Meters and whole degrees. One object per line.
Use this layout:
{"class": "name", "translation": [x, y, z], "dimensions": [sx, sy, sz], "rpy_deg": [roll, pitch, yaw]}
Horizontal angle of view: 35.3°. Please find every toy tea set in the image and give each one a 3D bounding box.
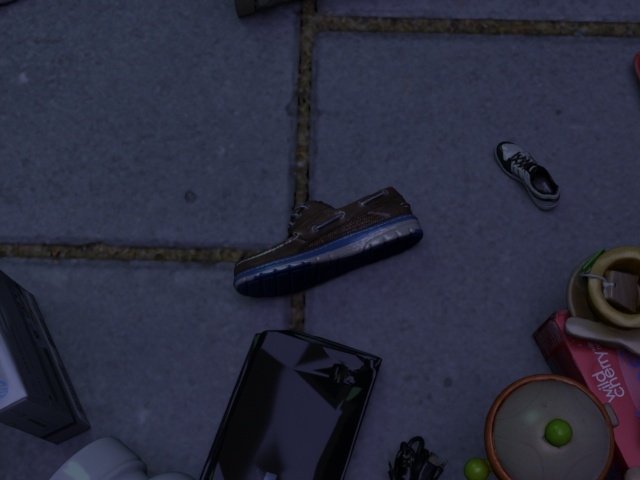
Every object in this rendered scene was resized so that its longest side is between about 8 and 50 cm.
{"class": "toy tea set", "translation": [0.262, 0.100, 0.773], "dimensions": [0.200, 0.124, 0.336], "rpy_deg": [29, 76, 11]}

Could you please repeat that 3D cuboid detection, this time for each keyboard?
{"class": "keyboard", "translation": [-0.013, 0.243, 0.870], "dimensions": [0.201, 0.033, 0.317], "rpy_deg": [16, 74, 13]}

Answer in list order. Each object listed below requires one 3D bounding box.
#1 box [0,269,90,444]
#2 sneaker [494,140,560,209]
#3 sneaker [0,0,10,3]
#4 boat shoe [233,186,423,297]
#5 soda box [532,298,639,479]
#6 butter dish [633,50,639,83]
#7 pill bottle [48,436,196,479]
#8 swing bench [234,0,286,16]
{"class": "box", "translation": [-0.258, 0.090, 0.842], "dimensions": [0.038, 0.186, 0.145], "rpy_deg": [-26, 74, -7]}
{"class": "sneaker", "translation": [0.201, -0.068, 0.964], "dimensions": [0.032, 0.037, 0.083], "rpy_deg": [-39, 74, -9]}
{"class": "sneaker", "translation": [-0.383, -0.290, 1.005], "dimensions": [0.281, 0.115, 0.105], "rpy_deg": [-27, 73, -8]}
{"class": "boat shoe", "translation": [0.000, 0.000, 0.936], "dimensions": [0.183, 0.066, 0.066], "rpy_deg": [-17, 67, -15]}
{"class": "soda box", "translation": [0.285, 0.171, 0.860], "dimensions": [0.092, 0.083, 0.263], "rpy_deg": [-22, 73, -6]}
{"class": "butter dish", "translation": [0.402, -0.148, 0.944], "dimensions": [0.160, 0.118, 0.160], "rpy_deg": [-13, 73, -4]}
{"class": "pill bottle", "translation": [-0.109, 0.269, 0.783], "dimensions": [0.245, 0.136, 0.136], "rpy_deg": [37, 76, 18]}
{"class": "swing bench", "translation": [0.005, -0.390, 1.007], "dimensions": [0.253, 0.165, 0.255], "rpy_deg": [-15, 73, -4]}
